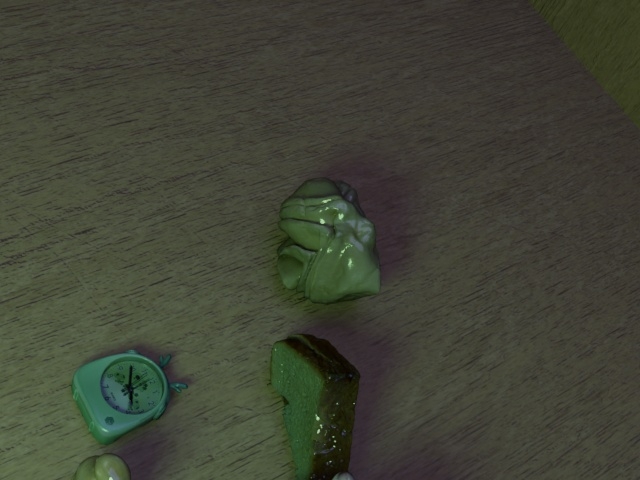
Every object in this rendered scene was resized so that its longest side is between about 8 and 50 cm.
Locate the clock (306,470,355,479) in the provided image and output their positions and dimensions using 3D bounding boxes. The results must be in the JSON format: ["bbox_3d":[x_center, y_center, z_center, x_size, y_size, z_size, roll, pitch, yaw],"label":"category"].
[{"bbox_3d":[0.004,0.583,1.669,0.250,0.377,0.368,-6,59,-20],"label":"clock"}]

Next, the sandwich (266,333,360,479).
[{"bbox_3d":[-0.019,0.343,1.948,0.099,0.288,0.254,-1,14,-29],"label":"sandwich"}]

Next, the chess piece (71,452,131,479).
[{"bbox_3d":[-0.379,0.434,1.657,0.124,0.307,0.139,10,54,-16],"label":"chess piece"}]

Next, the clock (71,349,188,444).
[{"bbox_3d":[-0.370,0.297,1.912,0.211,0.066,0.159,-17,65,-31],"label":"clock"}]

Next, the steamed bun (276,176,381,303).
[{"bbox_3d":[-0.001,0.000,2.158,0.203,0.276,0.289,-10,86,-15],"label":"steamed bun"}]

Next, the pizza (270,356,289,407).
[{"bbox_3d":[-0.010,0.340,2.046,0.181,0.034,0.262,4,56,-19],"label":"pizza"}]
